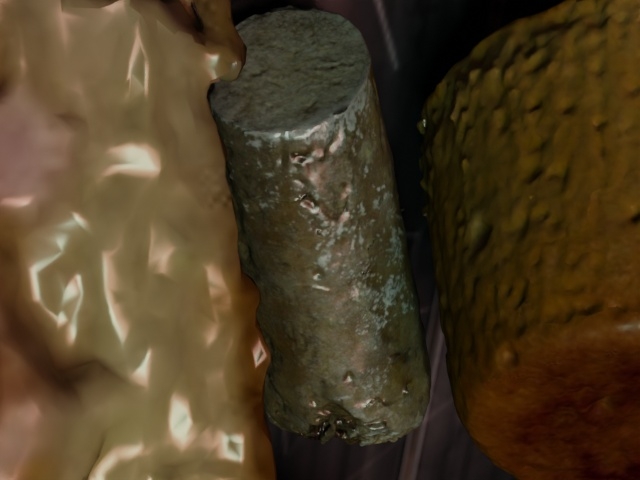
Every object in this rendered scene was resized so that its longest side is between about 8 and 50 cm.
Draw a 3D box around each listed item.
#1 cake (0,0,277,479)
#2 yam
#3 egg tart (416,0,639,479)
[{"bbox_3d":[-0.201,0.079,0.583,0.306,0.293,0.314,-4,88,-29],"label":"cake"},{"bbox_3d":[0.000,0.000,0.795,0.078,0.078,0.179,-17,124,-12],"label":"yam"},{"bbox_3d":[0.135,0.015,0.767,0.202,0.147,0.202,3,146,2],"label":"egg tart"}]
